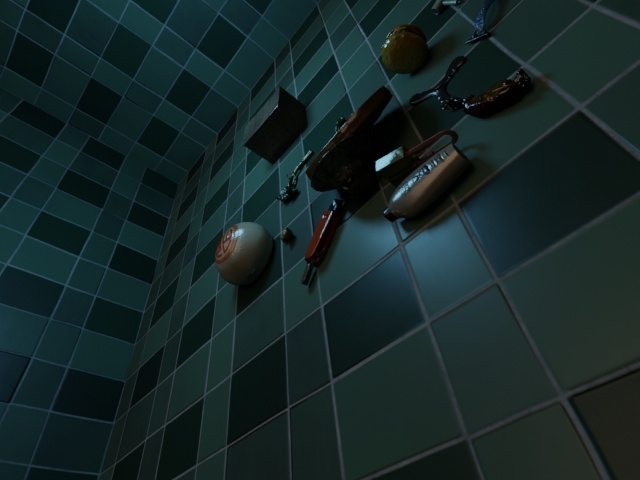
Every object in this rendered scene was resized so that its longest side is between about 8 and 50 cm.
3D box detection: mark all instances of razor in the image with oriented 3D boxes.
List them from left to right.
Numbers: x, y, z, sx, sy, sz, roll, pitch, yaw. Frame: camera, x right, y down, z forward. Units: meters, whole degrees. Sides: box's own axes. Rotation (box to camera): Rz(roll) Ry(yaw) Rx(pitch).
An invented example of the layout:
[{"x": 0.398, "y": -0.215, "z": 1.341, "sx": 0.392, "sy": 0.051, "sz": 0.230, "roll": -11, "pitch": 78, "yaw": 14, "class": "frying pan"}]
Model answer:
[{"x": 0.521, "y": -0.724, "z": 1.227, "sx": 0.082, "sy": 0.042, "sz": 0.253, "roll": 12, "pitch": 74, "yaw": 59, "class": "razor"}]

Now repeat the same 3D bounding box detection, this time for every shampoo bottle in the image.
[{"x": 0.269, "y": -0.140, "z": 1.061, "sx": 0.257, "sy": 0.078, "sz": 0.127, "roll": -45, "pitch": 38, "yaw": 28, "class": "shampoo bottle"}]

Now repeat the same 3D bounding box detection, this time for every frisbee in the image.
[{"x": 0.376, "y": -0.470, "z": 1.249, "sx": 0.211, "sy": 0.012, "sz": 0.187, "roll": -39, "pitch": 37, "yaw": 29, "class": "frisbee"}]

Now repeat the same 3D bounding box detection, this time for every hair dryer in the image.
[{"x": 0.457, "y": -0.846, "z": 1.436, "sx": 0.063, "sy": 0.038, "sz": 0.124, "roll": -57, "pitch": 38, "yaw": 9, "class": "hair dryer"}]

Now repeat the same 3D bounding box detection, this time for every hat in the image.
[{"x": 0.102, "y": -0.212, "z": 1.303, "sx": 0.265, "sy": 0.265, "sz": 0.128, "roll": -47, "pitch": 70, "yaw": 20, "class": "hat"}]

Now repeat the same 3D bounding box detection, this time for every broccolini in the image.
[{"x": -0.101, "y": -0.284, "z": 1.753, "sx": 0.123, "sy": 0.062, "sz": 0.271, "roll": 26, "pitch": 83, "yaw": 49, "class": "broccolini"}]

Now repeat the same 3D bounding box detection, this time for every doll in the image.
[{"x": -0.142, "y": -0.025, "z": 1.586, "sx": 0.093, "sy": 0.051, "sz": 0.061, "roll": 1, "pitch": 72, "yaw": 57, "class": "doll"}]

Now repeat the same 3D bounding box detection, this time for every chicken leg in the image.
[{"x": 0.426, "y": -0.375, "z": 1.060, "sx": 0.253, "sy": 0.051, "sz": 0.105, "roll": 6, "pitch": 63, "yaw": 58, "class": "chicken leg"}]

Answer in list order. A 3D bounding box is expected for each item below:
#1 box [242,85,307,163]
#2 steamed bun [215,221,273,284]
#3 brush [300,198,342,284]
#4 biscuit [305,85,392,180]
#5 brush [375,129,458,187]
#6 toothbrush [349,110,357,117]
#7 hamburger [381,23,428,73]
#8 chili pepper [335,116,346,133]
[{"x": -0.236, "y": -0.592, "z": 2.073, "sx": 0.297, "sy": 0.190, "sz": 0.225, "roll": -39, "pitch": 36, "yaw": 28, "class": "box"}, {"x": -0.342, "y": 0.044, "z": 1.694, "sx": 0.283, "sy": 0.177, "sz": 0.282, "roll": -36, "pitch": 39, "yaw": 35, "class": "steamed bun"}, {"x": -0.001, "y": 0.000, "z": 1.359, "sx": 0.070, "sy": 0.051, "sz": 0.323, "roll": 0, "pitch": 64, "yaw": 53, "class": "brush"}, {"x": 0.106, "y": -0.362, "z": 1.396, "sx": 0.394, "sy": 0.070, "sz": 0.350, "roll": -45, "pitch": 5, "yaw": 33, "class": "biscuit"}, {"x": 0.273, "y": -0.233, "z": 1.113, "sx": 0.233, "sy": 0.103, "sz": 0.047, "roll": -27, "pitch": 46, "yaw": 40, "class": "brush"}, {"x": 0.177, "y": -0.541, "z": 1.600, "sx": 0.167, "sy": 0.011, "sz": 0.014, "roll": -31, "pitch": 36, "yaw": 40, "class": "toothbrush"}, {"x": 0.292, "y": -0.667, "z": 1.400, "sx": 0.162, "sy": 0.162, "sz": 0.115, "roll": -26, "pitch": 42, "yaw": 43, "class": "hamburger"}, {"x": 0.076, "y": -0.460, "z": 1.656, "sx": 0.055, "sy": 0.035, "sz": 0.117, "roll": -49, "pitch": 24, "yaw": 50, "class": "chili pepper"}]
